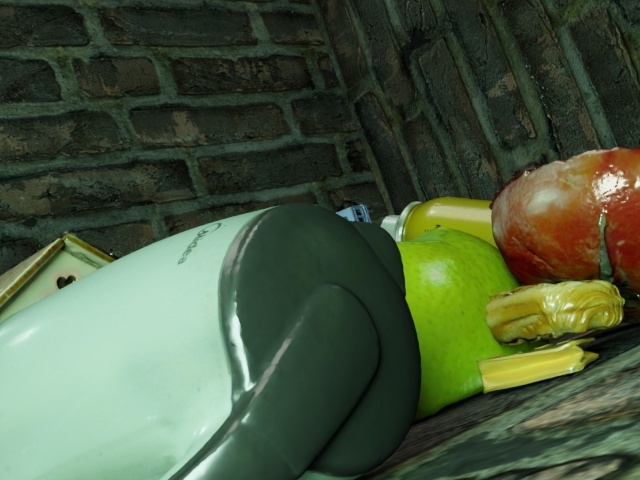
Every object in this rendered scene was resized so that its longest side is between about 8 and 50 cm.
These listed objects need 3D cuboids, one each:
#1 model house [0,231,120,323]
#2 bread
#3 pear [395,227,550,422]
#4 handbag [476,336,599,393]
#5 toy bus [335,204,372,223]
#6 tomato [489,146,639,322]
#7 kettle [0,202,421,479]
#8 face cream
[{"bbox_3d":[-0.200,0.122,0.702,0.169,0.244,0.326,-29,-14,37],"label":"model house"},{"bbox_3d":[0.185,0.057,0.651,0.083,0.044,0.110,-1,-12,-29],"label":"bread"},{"bbox_3d":[0.096,0.074,0.817,0.281,0.176,0.286,-13,-9,-24],"label":"pear"},{"bbox_3d":[0.168,0.095,0.639,0.083,0.027,0.061,-19,-11,30],"label":"handbag"},{"bbox_3d":[0.000,0.000,1.306,0.167,0.073,0.076,-23,-9,26],"label":"toy bus"},{"bbox_3d":[0.257,0.016,0.710,0.227,0.101,0.228,8,-20,3],"label":"tomato"},{"bbox_3d":[-0.078,0.093,0.433,0.236,0.161,0.221,-23,18,36],"label":"kettle"},{"bbox_3d":[0.221,0.007,0.945,0.348,0.105,0.105,8,11,38],"label":"face cream"}]
